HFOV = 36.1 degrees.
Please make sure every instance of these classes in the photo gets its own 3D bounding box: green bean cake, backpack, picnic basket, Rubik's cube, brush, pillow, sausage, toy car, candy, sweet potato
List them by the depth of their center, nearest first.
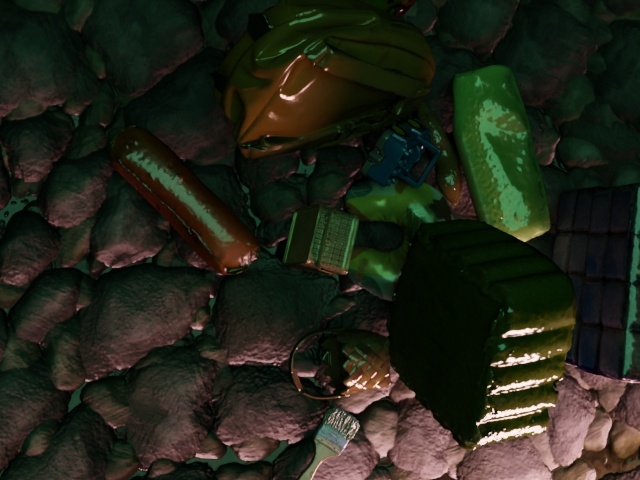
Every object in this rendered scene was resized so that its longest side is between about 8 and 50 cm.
[{"bbox_3d":[0.279,0.155,1.680,0.218,0.319,0.335,-7,124,-27],"label":"green bean cake"},{"bbox_3d":[0.005,-0.283,1.696,0.378,0.353,0.201,1,64,-40],"label":"backpack"},{"bbox_3d":[-0.243,-0.071,1.754,0.102,0.102,0.330,-45,95,-8],"label":"sausage"},{"bbox_3d":[0.000,0.000,1.763,0.079,0.164,0.115,16,85,-18],"label":"picnic basket"},{"bbox_3d":[0.152,-0.151,1.770,0.100,0.191,0.097,37,117,12],"label":"toy car"},{"bbox_3d":[0.028,0.220,1.773,0.178,0.138,0.128,-9,91,-16],"label":"picnic basket"},{"bbox_3d":[0.632,0.084,1.787,0.343,0.337,0.345,9,88,-10],"label":"Rubik's cube"},{"bbox_3d":[-0.003,0.402,1.823,0.070,0.021,0.196,34,84,-6],"label":"brush"},{"bbox_3d":[0.149,-0.002,1.836,0.214,0.086,0.234,2,91,0],"label":"pillow"},{"bbox_3d":[0.332,-0.158,1.846,0.142,0.132,0.344,-13,89,8],"label":"candy"},{"bbox_3d":[0.227,-0.172,1.862,0.065,0.051,0.219,-12,82,-52],"label":"sweet potato"}]

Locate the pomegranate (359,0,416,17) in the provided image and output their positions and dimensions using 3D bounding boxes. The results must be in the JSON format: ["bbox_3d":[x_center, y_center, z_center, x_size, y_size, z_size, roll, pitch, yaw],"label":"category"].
[{"bbox_3d":[0.070,-0.511,1.788,0.230,0.231,0.286,-15,50,-10],"label":"pomegranate"}]
